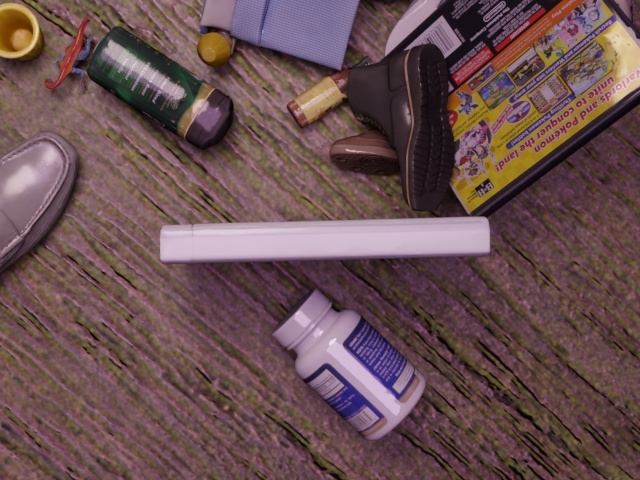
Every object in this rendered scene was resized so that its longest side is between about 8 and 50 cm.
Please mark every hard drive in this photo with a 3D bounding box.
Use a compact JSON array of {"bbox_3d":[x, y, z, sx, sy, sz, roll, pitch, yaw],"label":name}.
[{"bbox_3d":[0.000,0.000,0.997,0.353,0.233,0.047,-1,90,-4],"label":"hard drive"}]

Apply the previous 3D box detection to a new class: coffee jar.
[{"bbox_3d":[-0.198,-0.189,1.055,0.184,0.096,0.079,32,91,-2],"label":"coffee jar"}]

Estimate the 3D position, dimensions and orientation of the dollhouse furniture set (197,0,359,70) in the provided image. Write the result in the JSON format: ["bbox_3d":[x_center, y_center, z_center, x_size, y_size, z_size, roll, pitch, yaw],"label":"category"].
[{"bbox_3d":[0.003,-0.300,0.963,0.286,0.198,0.303,19,119,0],"label":"dollhouse furniture set"}]

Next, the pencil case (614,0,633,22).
[{"bbox_3d":[0.306,-0.401,1.056,0.183,0.160,0.410,1,90,-26],"label":"pencil case"}]

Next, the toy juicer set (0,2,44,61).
[{"bbox_3d":[-0.516,-0.193,1.038,0.209,0.089,0.329,34,88,-3],"label":"toy juicer set"}]

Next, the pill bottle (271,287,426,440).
[{"bbox_3d":[0.033,0.154,1.060,0.186,0.112,0.112,44,87,-3],"label":"pill bottle"}]

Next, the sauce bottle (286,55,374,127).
[{"bbox_3d":[0.017,-0.198,1.096,0.128,0.042,0.042,-33,92,-2],"label":"sauce bottle"}]

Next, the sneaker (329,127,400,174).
[{"bbox_3d":[0.105,-0.130,1.100,0.188,0.066,0.071,2,71,-7],"label":"sneaker"}]

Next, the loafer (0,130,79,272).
[{"bbox_3d":[-0.424,-0.006,1.031,0.112,0.111,0.319,39,87,-3],"label":"loafer"}]

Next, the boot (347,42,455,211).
[{"bbox_3d":[0.091,-0.133,1.030,0.077,0.137,0.198,6,85,-43],"label":"boot"}]

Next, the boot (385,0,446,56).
[{"bbox_3d":[0.156,-0.310,1.098,0.069,0.086,0.190,36,116,-10],"label":"boot"}]

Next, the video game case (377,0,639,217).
[{"bbox_3d":[0.227,-0.201,0.992,0.275,0.035,0.248,-39,68,26],"label":"video game case"}]

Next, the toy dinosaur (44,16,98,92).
[{"bbox_3d":[-0.326,-0.233,1.064,0.047,0.090,0.082,22,56,12],"label":"toy dinosaur"}]
